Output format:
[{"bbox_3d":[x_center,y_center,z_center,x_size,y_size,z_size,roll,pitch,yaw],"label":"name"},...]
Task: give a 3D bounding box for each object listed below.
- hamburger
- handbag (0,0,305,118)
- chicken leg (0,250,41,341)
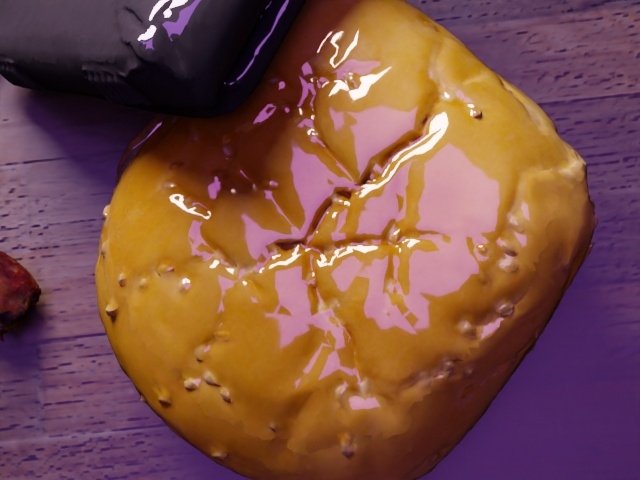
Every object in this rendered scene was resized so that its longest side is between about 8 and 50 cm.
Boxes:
[{"bbox_3d":[0.000,0.000,0.778,0.318,0.158,0.319,-1,84,9],"label":"hamburger"},{"bbox_3d":[-0.087,-0.187,0.774,0.088,0.275,0.244,35,78,-32],"label":"handbag"},{"bbox_3d":[-0.291,-0.083,0.849,0.177,0.083,0.322,-7,79,-13],"label":"chicken leg"}]
